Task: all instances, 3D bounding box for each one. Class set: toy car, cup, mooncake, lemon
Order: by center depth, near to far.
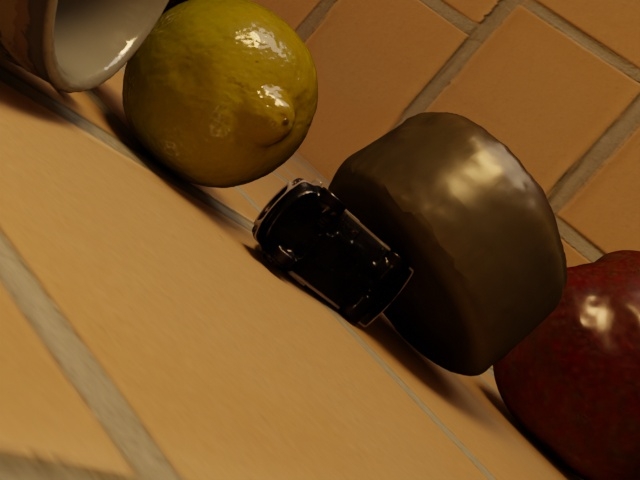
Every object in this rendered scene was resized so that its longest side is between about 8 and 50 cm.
[{"bbox_3d":[-0.248,-0.251,0.836,0.257,0.227,0.301,29,-27,8],"label":"cup"},{"bbox_3d":[-0.102,-0.147,1.024,0.184,0.184,0.248,38,-1,-32],"label":"lemon"},{"bbox_3d":[0.000,0.000,1.049,0.210,0.089,0.108,38,6,-47],"label":"toy car"},{"bbox_3d":[0.142,-0.001,1.173,0.284,0.155,0.284,51,-16,21],"label":"mooncake"}]

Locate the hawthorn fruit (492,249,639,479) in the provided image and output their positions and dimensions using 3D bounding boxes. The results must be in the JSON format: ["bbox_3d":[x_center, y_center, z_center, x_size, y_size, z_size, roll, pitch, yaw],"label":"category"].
[{"bbox_3d":[0.394,0.173,1.371,0.325,0.308,0.308,32,0,33],"label":"hawthorn fruit"}]

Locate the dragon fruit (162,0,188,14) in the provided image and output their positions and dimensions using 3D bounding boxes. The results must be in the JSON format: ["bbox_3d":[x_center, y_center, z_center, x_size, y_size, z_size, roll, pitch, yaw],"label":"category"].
[{"bbox_3d":[-0.201,-0.291,1.048,0.268,0.295,0.130,3,56,-35],"label":"dragon fruit"}]
